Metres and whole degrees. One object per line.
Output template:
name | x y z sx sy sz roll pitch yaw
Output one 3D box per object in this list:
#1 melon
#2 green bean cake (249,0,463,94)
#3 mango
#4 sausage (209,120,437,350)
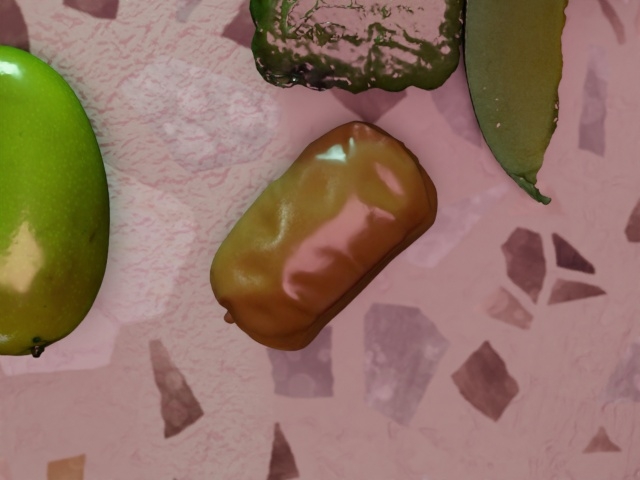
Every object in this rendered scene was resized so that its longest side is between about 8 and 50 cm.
melon | 0.190 -0.160 1.174 0.114 0.053 0.261 -10 105 -8
green bean cake | 0.031 -0.242 1.121 0.200 0.113 0.214 2 100 3
mango | -0.284 -0.037 1.152 0.175 0.143 0.293 -4 90 7
sausage | 0.000 0.000 1.161 0.136 0.120 0.241 43 98 8
